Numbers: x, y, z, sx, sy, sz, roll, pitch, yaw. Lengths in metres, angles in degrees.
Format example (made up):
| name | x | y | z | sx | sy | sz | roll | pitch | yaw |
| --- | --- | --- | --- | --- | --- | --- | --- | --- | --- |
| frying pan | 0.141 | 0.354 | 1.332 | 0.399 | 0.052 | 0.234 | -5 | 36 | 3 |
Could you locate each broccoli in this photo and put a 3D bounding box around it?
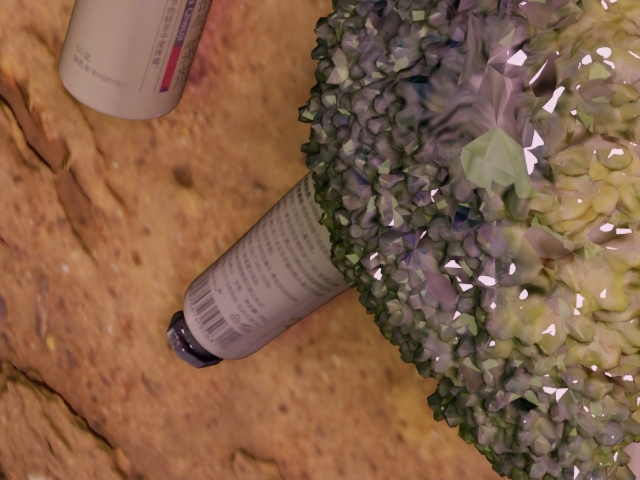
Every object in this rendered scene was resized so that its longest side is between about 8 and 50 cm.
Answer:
| name | x | y | z | sx | sy | sz | roll | pitch | yaw |
| --- | --- | --- | --- | --- | --- | --- | --- | --- | --- |
| broccoli | 0.080 | -0.047 | 0.616 | 0.176 | 0.226 | 0.198 | 36 | 142 | 7 |

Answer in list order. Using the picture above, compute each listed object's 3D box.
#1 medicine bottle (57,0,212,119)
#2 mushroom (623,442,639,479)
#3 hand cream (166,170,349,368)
| name | x | y | z | sx | sy | sz | roll | pitch | yaw |
| --- | --- | --- | --- | --- | --- | --- | --- | --- | --- |
| medicine bottle | -0.057 | -0.158 | 0.796 | 0.059 | 0.059 | 0.231 | 42 | 131 | 27 |
| mushroom | 0.096 | 0.088 | 0.752 | 0.068 | 0.043 | 0.306 | 27 | 122 | 13 |
| hand cream | 0.000 | 0.000 | 0.815 | 0.194 | 0.042 | 0.067 | -38 | 69 | 40 |
